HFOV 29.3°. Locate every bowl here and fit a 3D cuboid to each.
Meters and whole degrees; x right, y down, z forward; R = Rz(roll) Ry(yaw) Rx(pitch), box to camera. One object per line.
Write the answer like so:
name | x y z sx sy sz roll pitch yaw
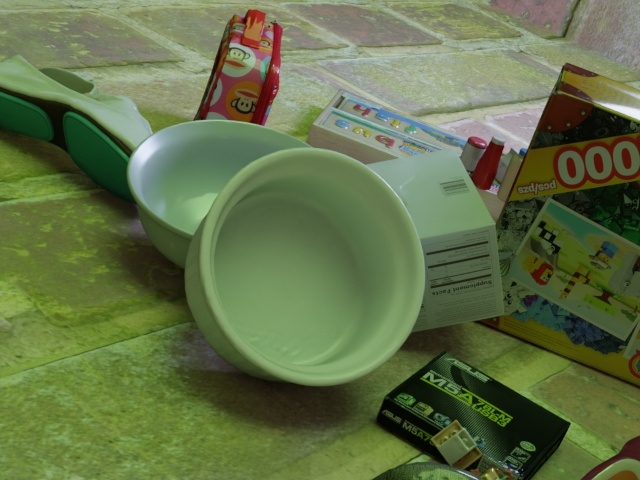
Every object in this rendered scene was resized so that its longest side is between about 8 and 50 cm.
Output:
bowl | -0.121 -0.032 1.666 0.298 0.134 0.298 9 36 -7

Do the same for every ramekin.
ramekin | -0.027 0.040 1.454 0.277 0.277 0.135 10 -15 -20

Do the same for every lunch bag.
lunch bag | -0.135 -0.260 2.028 0.120 0.258 0.293 16 24 -8

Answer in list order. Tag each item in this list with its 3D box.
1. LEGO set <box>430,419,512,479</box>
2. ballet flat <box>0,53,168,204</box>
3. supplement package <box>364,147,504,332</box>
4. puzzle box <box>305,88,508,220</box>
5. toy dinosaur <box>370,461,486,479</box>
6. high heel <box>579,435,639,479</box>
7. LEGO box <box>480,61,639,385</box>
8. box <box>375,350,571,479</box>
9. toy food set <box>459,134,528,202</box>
LEGO set | 0.246 0.291 1.306 0.287 0.132 0.107 22 14 21
ballet flat | -0.353 -0.184 1.828 0.400 0.139 0.139 27 24 23
supplement package | 0.126 0.000 1.719 0.204 0.145 0.262 -10 28 -2
puzzle box | 0.190 -0.165 2.332 0.409 0.052 0.272 21 24 3
toy dinosaur | 0.123 0.274 1.187 0.313 0.160 0.121 24 24 8
high heel | 0.362 0.283 1.493 0.244 0.082 0.117 -18 9 -34
LEGO box | 0.510 0.013 1.789 0.500 0.372 0.193 21 24 6
box | 0.189 0.221 1.498 0.190 0.045 0.184 30 28 21
toy food set | 0.334 -0.145 2.203 0.111 0.104 0.232 7 27 -27
